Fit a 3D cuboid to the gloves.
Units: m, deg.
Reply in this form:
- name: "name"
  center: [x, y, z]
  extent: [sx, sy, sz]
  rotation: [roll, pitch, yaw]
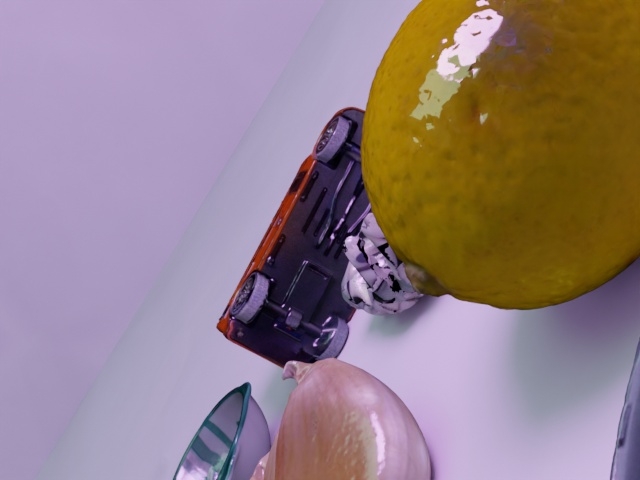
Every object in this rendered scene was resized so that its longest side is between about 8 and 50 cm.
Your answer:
- name: "gloves"
  center: [0.088, 0.006, 1.059]
  extent: [0.127, 0.111, 0.212]
  rotation: [-40, 2, -27]

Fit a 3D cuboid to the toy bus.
- name: "toy bus"
  center: [0.000, 0.000, 1.271]
  extent: [0.329, 0.143, 0.153]
  rotation: [-63, 16, -7]

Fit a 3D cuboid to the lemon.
- name: "lemon"
  center: [0.154, -0.082, 0.752]
  extent: [0.267, 0.267, 0.267]
  rotation: [-53, 17, 23]

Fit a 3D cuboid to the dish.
- name: "dish"
  center: [-0.120, 0.295, 1.220]
  extent: [0.246, 0.078, 0.224]
  rotation: [-59, 15, -1]

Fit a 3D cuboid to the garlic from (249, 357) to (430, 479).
- name: "garlic"
  center: [0.013, 0.220, 0.904]
  extent: [0.217, 0.110, 0.228]
  rotation: [-25, 46, 45]

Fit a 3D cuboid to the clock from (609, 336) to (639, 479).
- name: "clock"
  center: [0.213, 0.075, 0.433]
  extent: [0.312, 0.061, 0.313]
  rotation: [-164, 90, -89]
